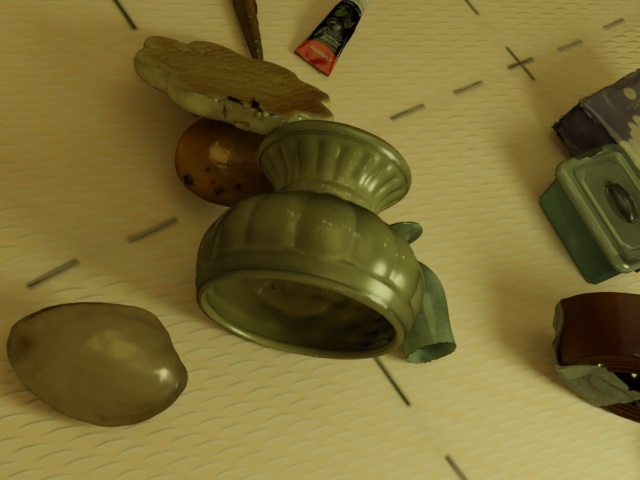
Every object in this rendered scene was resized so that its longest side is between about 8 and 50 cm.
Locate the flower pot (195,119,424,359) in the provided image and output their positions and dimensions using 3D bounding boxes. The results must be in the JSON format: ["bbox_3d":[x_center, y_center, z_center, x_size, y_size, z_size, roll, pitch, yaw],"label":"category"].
[{"bbox_3d":[0.000,0.000,1.422,0.307,0.307,0.244,22,64,-17],"label":"flower pot"}]

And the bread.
[{"bbox_3d":[-0.127,-0.224,1.582,0.316,0.054,0.316,16,22,-7],"label":"bread"}]

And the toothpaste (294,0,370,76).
[{"bbox_3d":[0.027,-0.359,1.852,0.071,0.045,0.193,37,55,-5],"label":"toothpaste"}]

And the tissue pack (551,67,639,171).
[{"bbox_3d":[0.617,-0.136,1.999,0.242,0.125,0.343,-28,78,-39],"label":"tissue pack"}]

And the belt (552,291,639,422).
[{"bbox_3d":[0.511,0.187,1.678,0.339,0.217,0.122,23,58,-21],"label":"belt"}]

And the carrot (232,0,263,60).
[{"bbox_3d":[-0.121,-0.381,1.776,0.049,0.049,0.254,2,64,-30],"label":"carrot"}]

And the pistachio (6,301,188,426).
[{"bbox_3d":[-0.266,0.145,1.306,0.223,0.126,0.152,21,88,-17],"label":"pistachio"}]

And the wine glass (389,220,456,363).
[{"bbox_3d":[0.137,0.079,1.603,0.093,0.093,0.202,0,59,-30],"label":"wine glass"}]

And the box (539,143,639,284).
[{"bbox_3d":[0.494,-0.042,1.856,0.162,0.130,0.227,-20,72,-29],"label":"box"}]

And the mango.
[{"bbox_3d":[-0.105,-0.115,1.572,0.227,0.109,0.147,1,56,-33],"label":"mango"}]
